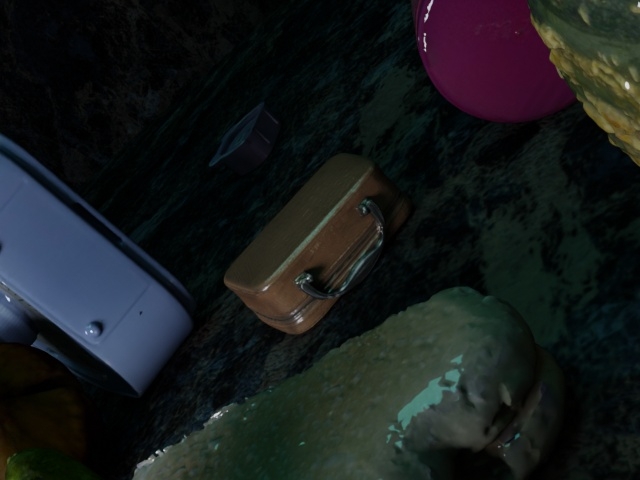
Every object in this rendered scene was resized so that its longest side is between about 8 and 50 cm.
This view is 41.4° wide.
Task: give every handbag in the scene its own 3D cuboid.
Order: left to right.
[{"bbox_3d":[0.000,0.000,0.861,0.193,0.072,0.151,-47,20,-12],"label":"handbag"}]

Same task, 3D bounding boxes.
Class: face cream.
[{"bbox_3d":[0.175,-0.226,0.804,0.175,0.175,0.195,-37,23,22],"label":"face cream"}]

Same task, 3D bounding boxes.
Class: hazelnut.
[{"bbox_3d":[-0.337,0.235,0.889,0.217,0.217,0.251,-41,46,12],"label":"hazelnut"}]

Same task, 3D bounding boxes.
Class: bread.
[{"bbox_3d":[-0.004,0.169,0.503,0.337,0.102,0.183,-35,26,20],"label":"bread"}]

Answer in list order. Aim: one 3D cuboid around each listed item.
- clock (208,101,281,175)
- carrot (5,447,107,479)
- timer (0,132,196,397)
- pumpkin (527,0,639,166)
[{"bbox_3d":[-0.127,-0.166,1.459,0.110,0.050,0.152,-34,22,28],"label":"clock"},{"bbox_3d":[-0.060,0.190,0.394,0.358,0.074,0.074,25,69,39],"label":"carrot"},{"bbox_3d":[-0.370,0.049,1.060,0.395,0.395,0.173,-9,43,58],"label":"timer"},{"bbox_3d":[0.230,-0.166,0.427,0.257,0.291,0.327,-2,55,20],"label":"pumpkin"}]
